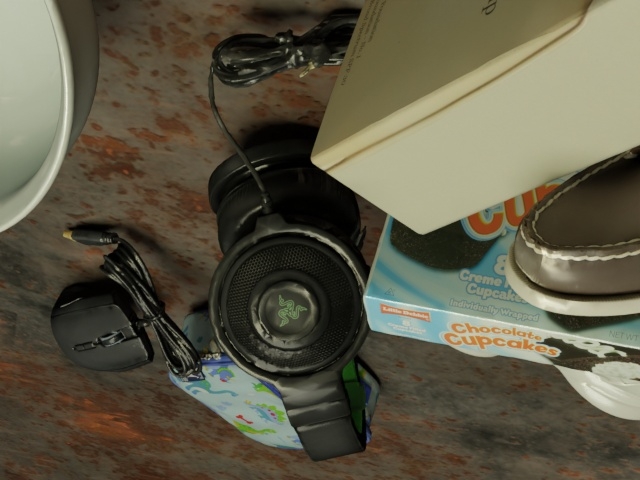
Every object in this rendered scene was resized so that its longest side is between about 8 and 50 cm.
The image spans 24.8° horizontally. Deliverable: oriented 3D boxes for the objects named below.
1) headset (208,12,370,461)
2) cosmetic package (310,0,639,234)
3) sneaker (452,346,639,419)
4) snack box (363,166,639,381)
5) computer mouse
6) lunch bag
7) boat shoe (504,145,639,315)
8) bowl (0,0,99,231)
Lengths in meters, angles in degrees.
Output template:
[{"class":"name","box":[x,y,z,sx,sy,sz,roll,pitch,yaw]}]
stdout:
[{"class":"headset","box":[0.000,0.000,1.198,0.185,0.243,0.394,-14,126,5]},{"class":"cosmetic package","box":[0.141,-0.130,0.930,0.113,0.160,0.309,32,147,-23]},{"class":"sneaker","box":[0.213,0.048,1.283,0.305,0.114,0.152,22,138,-17]},{"class":"snack box","box":[0.211,0.005,1.097,0.322,0.187,0.060,10,150,14]},{"class":"computer mouse","box":[-0.246,0.071,1.561,0.262,0.060,0.184,4,127,53]},{"class":"lunch bag","box":[-0.045,0.154,1.607,0.176,0.090,0.219,-7,144,33]},{"class":"boat shoe","box":[0.264,-0.047,0.928,0.324,0.116,0.096,-18,137,-15]},{"class":"bowl","box":[-0.271,-0.158,1.080,0.298,0.134,0.297,12,117,24]}]
